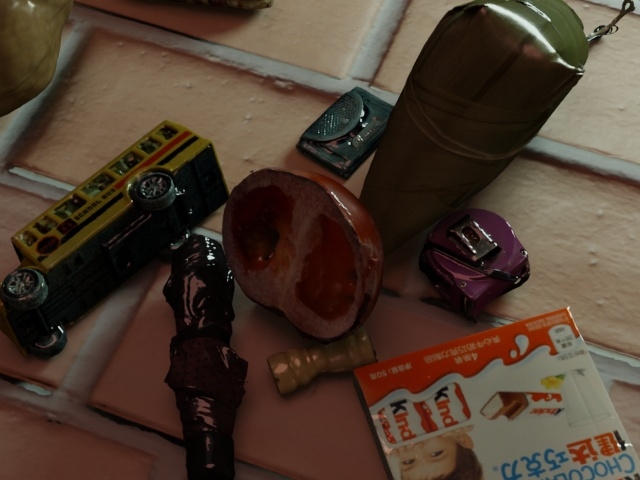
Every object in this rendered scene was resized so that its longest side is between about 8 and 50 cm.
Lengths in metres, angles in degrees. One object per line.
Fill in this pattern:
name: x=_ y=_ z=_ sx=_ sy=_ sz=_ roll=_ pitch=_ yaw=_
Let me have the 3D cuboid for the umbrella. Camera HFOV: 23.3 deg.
umbrella: x=-0.138 y=0.140 z=1.816 sx=0.094 sy=0.090 sz=0.326 roll=8 pitch=54 yaw=-17

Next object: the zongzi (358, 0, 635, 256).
zongzi: x=0.195 y=-0.162 z=1.979 sx=0.181 sy=0.418 sz=0.447 roll=39 pitch=23 yaw=7

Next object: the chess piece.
chess piece: x=0.001 y=0.140 z=1.827 sx=0.122 sy=0.066 sz=0.066 roll=-22 pitch=57 yaw=-6

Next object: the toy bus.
toy bus: x=-0.267 y=-0.005 z=1.907 sx=0.335 sy=0.121 sz=0.123 roll=-39 pitch=53 yaw=-21

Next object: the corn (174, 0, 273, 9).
corn: x=-0.177 y=-0.365 z=2.174 sx=0.237 sy=0.079 sz=0.079 roll=6 pitch=56 yaw=13

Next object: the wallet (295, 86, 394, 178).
wallet: x=0.038 y=-0.147 z=2.037 sx=0.088 sy=0.026 sz=0.129 roll=32 pitch=63 yaw=22

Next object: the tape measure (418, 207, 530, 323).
tape measure: x=0.188 y=0.024 z=1.884 sx=0.118 sy=0.074 sz=0.125 roll=-38 pitch=64 yaw=-21

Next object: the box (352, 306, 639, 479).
box: x=0.203 y=0.225 z=1.762 sx=0.273 sy=0.048 sz=0.265 roll=-16 pitch=56 yaw=-8

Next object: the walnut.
walnut: x=-0.491 y=-0.296 z=2.021 sx=0.344 sy=0.306 sz=0.306 roll=-5 pitch=56 yaw=4

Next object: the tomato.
tomato: x=0.000 y=0.000 z=1.803 sx=0.228 sy=0.199 sz=0.112 roll=36 pitch=39 yaw=27
